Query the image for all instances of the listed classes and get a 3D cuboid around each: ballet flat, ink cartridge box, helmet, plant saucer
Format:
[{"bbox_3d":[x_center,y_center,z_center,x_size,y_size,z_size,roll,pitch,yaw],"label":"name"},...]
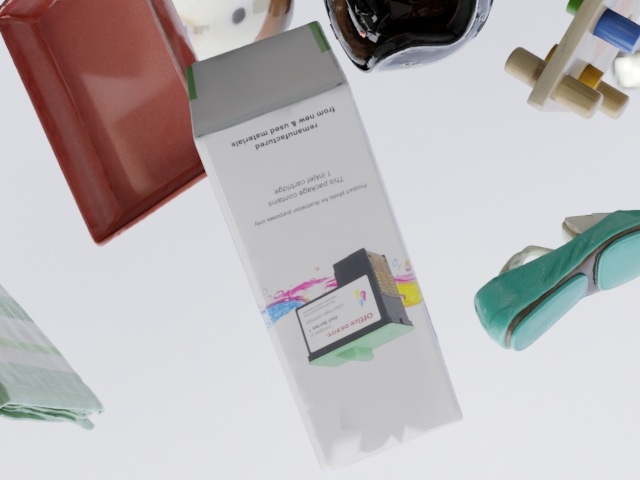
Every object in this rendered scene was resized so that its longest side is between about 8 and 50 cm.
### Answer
[{"bbox_3d":[0.252,0.019,1.612,0.247,0.083,0.087,-30,-126,-22],"label":"ballet flat"},{"bbox_3d":[0.000,0.000,1.213,0.117,0.278,0.201,-19,-159,1],"label":"ink cartridge box"},{"bbox_3d":[0.098,-0.257,1.672,0.161,0.169,0.169,-25,-143,-13],"label":"helmet"},{"bbox_3d":[-0.189,-0.151,1.506,0.048,0.259,0.258,-23,177,-37],"label":"plant saucer"}]

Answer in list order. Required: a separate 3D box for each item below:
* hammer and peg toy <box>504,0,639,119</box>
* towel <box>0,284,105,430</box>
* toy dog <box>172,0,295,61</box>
[{"bbox_3d":[0.374,-0.318,1.975,0.127,0.361,0.266,33,-164,16],"label":"hammer and peg toy"},{"bbox_3d":[-0.346,0.047,1.489,0.038,0.248,0.325,-44,-106,3],"label":"towel"},{"bbox_3d":[-0.176,-0.409,1.959,0.284,0.395,0.408,-4,-107,-16],"label":"toy dog"}]
